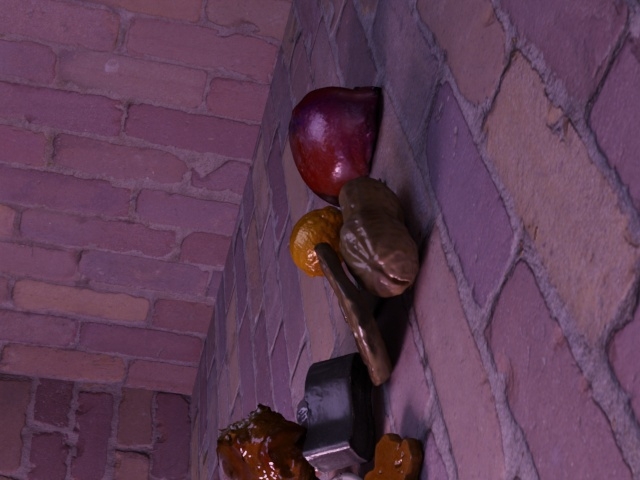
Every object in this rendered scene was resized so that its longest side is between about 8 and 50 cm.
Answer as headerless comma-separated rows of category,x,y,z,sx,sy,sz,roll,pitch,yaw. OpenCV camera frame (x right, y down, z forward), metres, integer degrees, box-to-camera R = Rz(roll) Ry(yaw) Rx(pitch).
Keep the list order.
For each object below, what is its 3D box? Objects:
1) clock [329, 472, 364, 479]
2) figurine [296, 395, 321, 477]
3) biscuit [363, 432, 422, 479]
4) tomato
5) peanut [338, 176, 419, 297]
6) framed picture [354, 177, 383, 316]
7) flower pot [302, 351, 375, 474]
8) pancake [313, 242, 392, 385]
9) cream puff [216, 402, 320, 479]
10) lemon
clock,0.052,0.556,1.830,0.236,0.053,0.236,-31,51,48
figurine,-0.015,0.401,2.081,0.162,0.141,0.237,-86,13,-46
biscuit,0.120,0.458,1.677,0.184,0.035,0.249,-13,64,66
tomato,0.015,-0.228,2.307,0.335,0.176,0.290,-175,91,-75
peanut,0.104,-0.015,1.863,0.313,0.149,0.149,-93,18,-54
framed picture,0.112,0.034,2.064,0.273,0.016,0.216,-96,21,-45
flower pot,0.039,0.334,1.909,0.108,0.103,0.229,-19,49,27
pancake,0.066,0.138,1.856,0.294,0.049,0.294,156,90,-87
cream puff,-0.109,0.439,1.959,0.269,0.155,0.241,26,136,50
lemon,0.000,0.000,2.285,0.142,0.142,0.187,-105,33,-60
